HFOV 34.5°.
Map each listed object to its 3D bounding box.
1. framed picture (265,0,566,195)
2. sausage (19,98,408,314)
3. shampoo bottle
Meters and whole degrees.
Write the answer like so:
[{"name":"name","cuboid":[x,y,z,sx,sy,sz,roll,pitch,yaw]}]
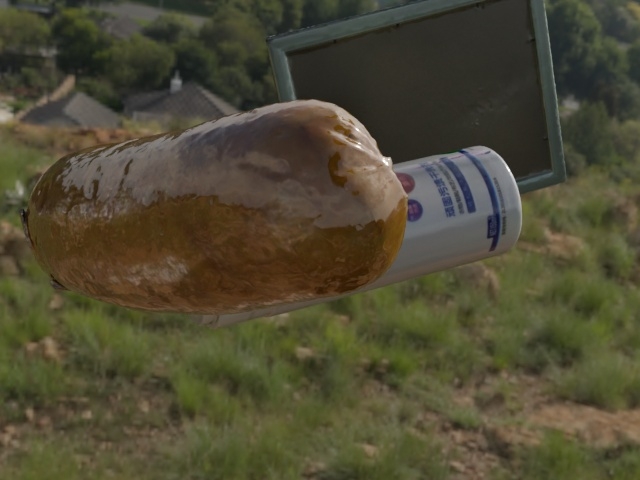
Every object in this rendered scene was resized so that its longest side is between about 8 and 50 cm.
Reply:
[{"name":"framed picture","cuboid":[0.097,-0.119,0.972,0.274,0.217,0.017,-15,20,-12]},{"name":"sausage","cuboid":[-0.069,-0.013,0.543,0.109,0.109,0.270,-11,5,-41]},{"name":"shampoo bottle","cuboid":[0.000,0.000,0.766,0.303,0.092,0.092,-13,28,-22]}]
